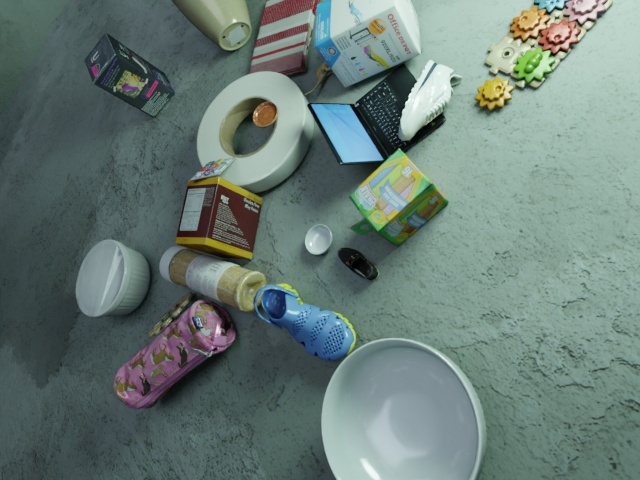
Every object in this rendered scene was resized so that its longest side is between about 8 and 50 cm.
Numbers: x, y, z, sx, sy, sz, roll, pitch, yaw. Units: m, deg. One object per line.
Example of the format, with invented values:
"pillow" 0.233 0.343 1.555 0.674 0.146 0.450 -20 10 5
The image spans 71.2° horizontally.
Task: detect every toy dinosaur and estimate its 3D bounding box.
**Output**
"toy dinosaur" 0.016 -0.512 1.348 0.092 0.053 0.183 -3 66 47

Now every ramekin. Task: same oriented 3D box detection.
"ramekin" -0.714 0.140 1.557 0.272 0.127 0.273 -10 70 30

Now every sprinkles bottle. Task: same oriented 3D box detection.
"sprinkles bottle" -0.324 0.108 1.324 0.355 0.121 0.121 14 84 34

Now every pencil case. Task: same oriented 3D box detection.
"pencil case" -0.429 0.337 1.304 0.386 0.167 0.160 -39 92 17

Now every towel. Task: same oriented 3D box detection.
"towel" -0.121 -0.686 1.487 0.236 0.037 0.330 2 75 35

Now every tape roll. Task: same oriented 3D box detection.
"tape roll" -0.208 -0.335 1.383 0.391 0.072 0.393 -7 71 21

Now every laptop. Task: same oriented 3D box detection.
"laptop" 0.138 -0.332 1.154 0.264 0.136 0.235 -36 61 19

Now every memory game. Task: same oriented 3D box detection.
"memory game" -0.458 0.226 1.366 0.186 0.012 0.186 -41 13 12

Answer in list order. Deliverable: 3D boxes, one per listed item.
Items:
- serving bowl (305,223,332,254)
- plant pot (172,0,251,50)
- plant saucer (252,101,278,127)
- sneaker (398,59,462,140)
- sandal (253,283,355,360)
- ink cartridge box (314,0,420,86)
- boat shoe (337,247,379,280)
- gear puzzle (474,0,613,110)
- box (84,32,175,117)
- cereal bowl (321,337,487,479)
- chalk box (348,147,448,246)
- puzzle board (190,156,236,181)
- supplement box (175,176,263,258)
"serving bowl" 0.000 0.000 1.208 0.083 0.027 0.084 -10 70 30
"plant pot" -0.359 -0.819 1.571 0.256 0.256 0.274 -36 77 19
"plant saucer" -0.162 -0.372 1.325 0.083 0.013 0.084 -7 70 21
"sneaker" 0.262 -0.334 1.083 0.094 0.090 0.235 27 74 7
"sandal" -0.056 0.200 1.120 0.317 0.138 0.126 23 86 33
"ink cartridge box" 0.127 -0.564 1.194 0.232 0.171 0.169 -14 58 29
"boat shoe" 0.090 0.054 1.129 0.133 0.042 0.049 37 98 36
"gear puzzle" 0.477 -0.450 1.030 0.339 0.044 0.175 -50 56 10
"box" -0.721 -0.620 1.700 0.143 0.270 0.165 -42 58 14
"cereal bowl" 0.175 0.377 0.917 0.338 0.141 0.340 -10 70 29
"chalk box" 0.168 -0.082 1.064 0.213 0.132 0.132 -44 58 15
"puzzle board" -0.310 -0.210 1.293 0.096 0.011 0.128 -9 29 19
"supplement box" -0.292 -0.060 1.310 0.129 0.191 0.194 1 77 34
